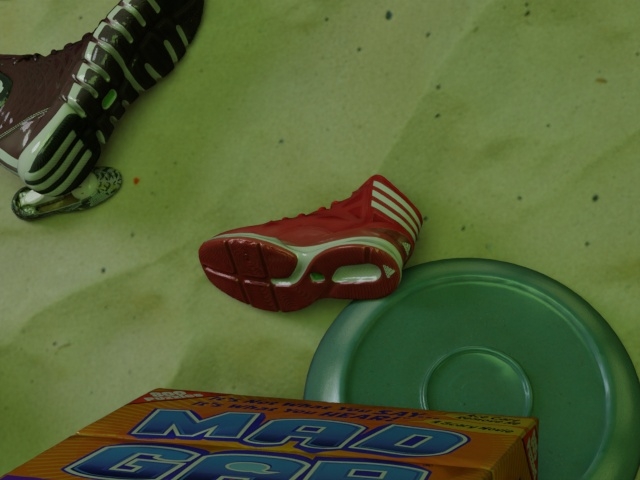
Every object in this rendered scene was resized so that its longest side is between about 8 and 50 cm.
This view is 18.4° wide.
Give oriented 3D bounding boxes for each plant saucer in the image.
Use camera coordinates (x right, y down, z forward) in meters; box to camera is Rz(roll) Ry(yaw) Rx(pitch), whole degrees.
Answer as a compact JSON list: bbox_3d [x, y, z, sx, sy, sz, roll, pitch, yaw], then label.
[{"bbox_3d":[0.143,0.150,1.812,0.317,0.044,0.317,1,63,-2],"label":"plant saucer"}]

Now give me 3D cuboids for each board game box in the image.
[{"bbox_3d":[-0.035,0.340,1.592,0.356,0.356,0.356,3,99,18],"label":"board game box"}]

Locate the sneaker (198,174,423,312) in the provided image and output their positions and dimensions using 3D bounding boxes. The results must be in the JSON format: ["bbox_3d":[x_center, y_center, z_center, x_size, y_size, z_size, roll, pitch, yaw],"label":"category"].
[{"bbox_3d":[0.000,0.000,1.908,0.221,0.087,0.128,4,36,28],"label":"sneaker"}]

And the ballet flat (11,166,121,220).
[{"bbox_3d":[-0.254,-0.048,1.962,0.114,0.041,0.041,-18,74,3],"label":"ballet flat"}]

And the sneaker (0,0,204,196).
[{"bbox_3d":[-0.250,-0.185,1.968,0.162,0.106,0.281,23,66,32],"label":"sneaker"}]
